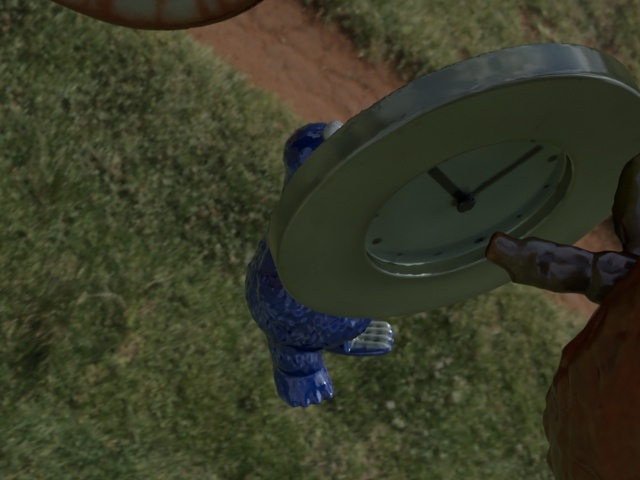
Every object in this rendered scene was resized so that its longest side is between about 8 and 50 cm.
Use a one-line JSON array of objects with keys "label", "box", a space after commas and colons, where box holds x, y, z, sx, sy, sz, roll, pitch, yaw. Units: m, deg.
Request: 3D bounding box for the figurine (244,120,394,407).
[{"label": "figurine", "box": [-0.004, 0.008, 0.913, 0.164, 0.120, 0.262, -32, 138, -49]}]

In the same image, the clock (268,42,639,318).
[{"label": "clock", "box": [0.083, -0.027, 0.651, 0.235, 0.235, 0.029, 5, 51, -37]}]

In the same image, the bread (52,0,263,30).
[{"label": "bread", "box": [-0.116, -0.290, 0.724, 0.114, 0.327, 0.295, -58, 145, -49]}]

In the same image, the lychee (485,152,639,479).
[{"label": "lychee", "box": [0.218, 0.062, 0.501, 0.255, 0.300, 0.255, -28, 134, -34]}]
